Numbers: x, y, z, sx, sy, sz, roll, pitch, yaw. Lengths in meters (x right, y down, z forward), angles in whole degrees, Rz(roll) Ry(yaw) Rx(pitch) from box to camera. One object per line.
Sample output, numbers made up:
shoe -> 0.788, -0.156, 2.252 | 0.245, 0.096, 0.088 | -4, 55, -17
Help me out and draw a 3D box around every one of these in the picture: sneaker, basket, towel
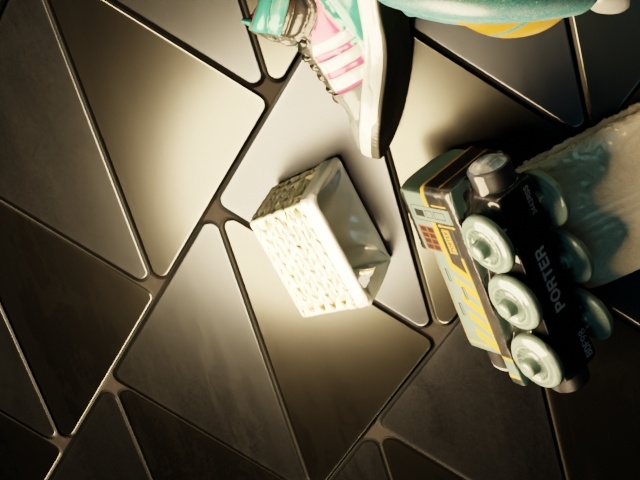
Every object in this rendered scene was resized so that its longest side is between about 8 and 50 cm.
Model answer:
sneaker -> 0.002, -0.230, 1.472 | 0.178, 0.124, 0.296 | 14, 135, 20
basket -> 0.000, 0.000, 1.610 | 0.103, 0.113, 0.167 | -16, 114, 27
towel -> 0.387, -0.071, 1.500 | 0.282, 0.049, 0.187 | -27, 108, 28

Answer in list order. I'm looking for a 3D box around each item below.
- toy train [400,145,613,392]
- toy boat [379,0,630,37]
toy train -> 0.224, 0.035, 1.539 | 0.190, 0.142, 0.334 | 17, 139, 52
toy boat -> 0.216, -0.275, 1.297 | 0.267, 0.318, 0.148 | 21, 125, 46
